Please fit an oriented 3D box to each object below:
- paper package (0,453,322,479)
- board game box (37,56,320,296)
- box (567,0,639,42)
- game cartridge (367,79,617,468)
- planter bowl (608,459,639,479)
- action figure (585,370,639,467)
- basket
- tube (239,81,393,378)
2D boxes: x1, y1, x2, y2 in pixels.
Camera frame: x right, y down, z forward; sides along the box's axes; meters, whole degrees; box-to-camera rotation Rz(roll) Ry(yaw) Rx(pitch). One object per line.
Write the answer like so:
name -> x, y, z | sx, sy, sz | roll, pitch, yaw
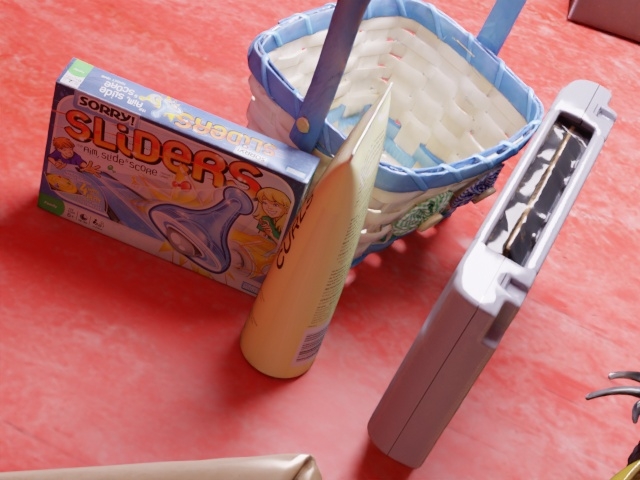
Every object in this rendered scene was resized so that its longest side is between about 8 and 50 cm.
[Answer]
paper package -> -0.155, 0.252, 0.612 | 0.309, 0.325, 0.168 | -2, 50, -18
board game box -> -0.113, -0.044, 1.072 | 0.201, 0.136, 0.035 | 22, 44, 3
box -> 0.474, -0.281, 1.526 | 0.381, 0.143, 0.191 | 20, 44, -3
game cartridge -> 0.128, 0.025, 1.045 | 0.062, 0.198, 0.297 | 33, 43, 3
planter bowl -> 0.205, 0.234, 0.914 | 0.217, 0.090, 0.217 | 2, 87, -39
action figure -> 0.331, 0.169, 1.014 | 0.275, 0.164, 0.141 | 43, 58, 9
basket -> 0.071, -0.131, 1.111 | 0.201, 0.289, 0.254 | 41, 45, 24
tube -> 0.000, 0.000, 0.993 | 0.062, 0.240, 0.070 | -5, 49, -27
